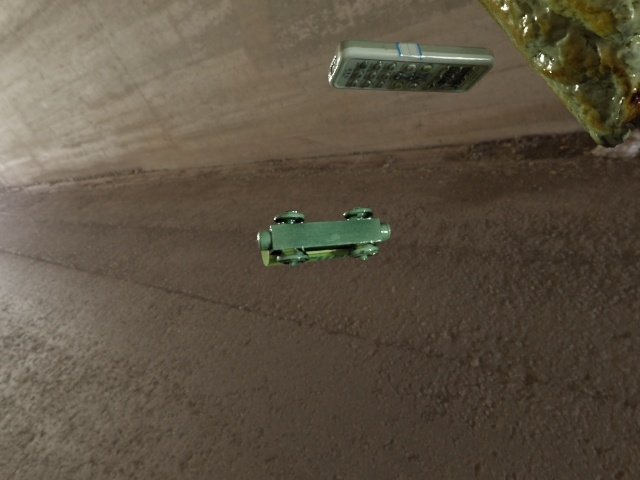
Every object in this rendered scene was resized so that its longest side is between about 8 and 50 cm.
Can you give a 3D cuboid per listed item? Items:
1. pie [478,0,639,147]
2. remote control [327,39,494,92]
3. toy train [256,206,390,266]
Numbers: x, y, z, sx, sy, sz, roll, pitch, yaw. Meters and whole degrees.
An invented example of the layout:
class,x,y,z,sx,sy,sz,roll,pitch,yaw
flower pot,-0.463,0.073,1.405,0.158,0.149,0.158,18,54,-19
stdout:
class,x,y,z,sx,sy,sz,roll,pitch,yaw
pie,0.253,-0.214,0.493,0.105,0.274,0.257,-46,31,16
remote control,0.186,-0.363,0.976,0.335,0.065,0.128,-3,-15,-15
toy train,0.000,0.000,0.902,0.253,0.105,0.157,-6,-9,-17
